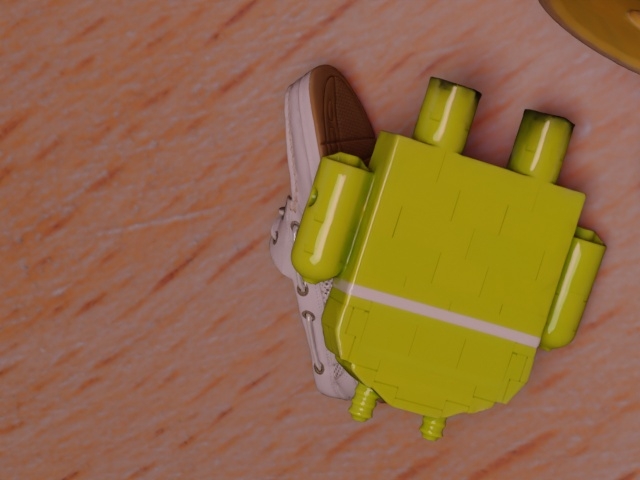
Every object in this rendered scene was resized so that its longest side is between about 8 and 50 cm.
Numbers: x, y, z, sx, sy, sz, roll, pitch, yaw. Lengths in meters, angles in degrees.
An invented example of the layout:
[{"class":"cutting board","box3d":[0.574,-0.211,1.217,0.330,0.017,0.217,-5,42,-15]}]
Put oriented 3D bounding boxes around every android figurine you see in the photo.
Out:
[{"class":"android figurine","box3d":[0.099,0.020,1.453,0.248,0.056,0.272,15,95,-19]}]

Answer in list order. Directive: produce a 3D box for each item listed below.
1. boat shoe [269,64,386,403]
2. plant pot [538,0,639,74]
[{"class":"boat shoe","box3d":[0.000,0.000,1.515,0.096,0.098,0.277,-6,98,32]},{"class":"plant pot","box3d":[0.269,-0.237,1.264,0.254,0.254,0.239,27,81,9]}]
